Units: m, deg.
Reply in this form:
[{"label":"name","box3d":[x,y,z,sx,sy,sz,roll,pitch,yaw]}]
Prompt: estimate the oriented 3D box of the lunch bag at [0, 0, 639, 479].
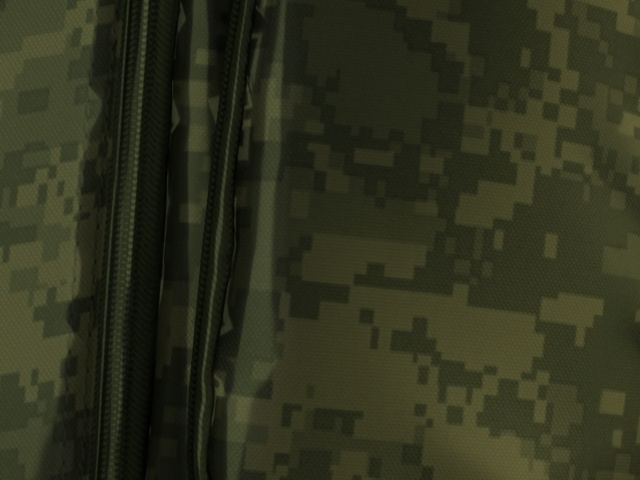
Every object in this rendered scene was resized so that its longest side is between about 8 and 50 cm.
[{"label":"lunch bag","box3d":[0.000,0.000,0.532,0.256,0.212,0.305,4,86,10]}]
